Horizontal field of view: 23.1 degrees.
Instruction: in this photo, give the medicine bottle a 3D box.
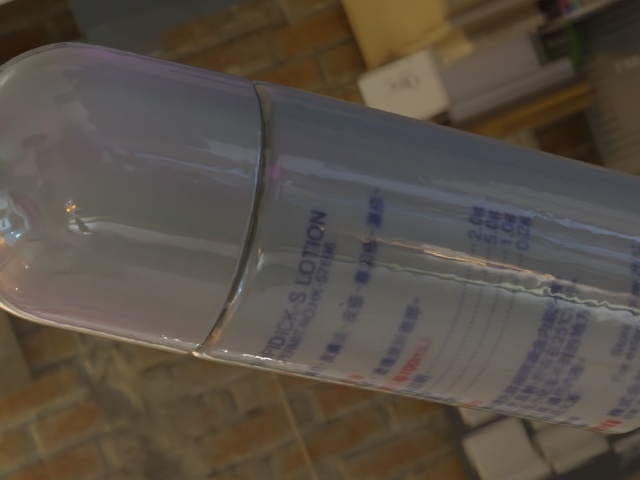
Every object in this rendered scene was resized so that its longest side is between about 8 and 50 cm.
[{"bbox_3d":[0.000,0.000,0.716,0.340,0.130,0.130,11,169,-19],"label":"medicine bottle"}]
